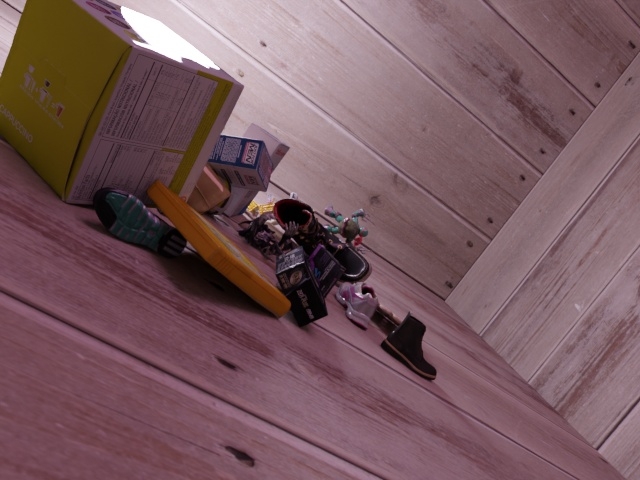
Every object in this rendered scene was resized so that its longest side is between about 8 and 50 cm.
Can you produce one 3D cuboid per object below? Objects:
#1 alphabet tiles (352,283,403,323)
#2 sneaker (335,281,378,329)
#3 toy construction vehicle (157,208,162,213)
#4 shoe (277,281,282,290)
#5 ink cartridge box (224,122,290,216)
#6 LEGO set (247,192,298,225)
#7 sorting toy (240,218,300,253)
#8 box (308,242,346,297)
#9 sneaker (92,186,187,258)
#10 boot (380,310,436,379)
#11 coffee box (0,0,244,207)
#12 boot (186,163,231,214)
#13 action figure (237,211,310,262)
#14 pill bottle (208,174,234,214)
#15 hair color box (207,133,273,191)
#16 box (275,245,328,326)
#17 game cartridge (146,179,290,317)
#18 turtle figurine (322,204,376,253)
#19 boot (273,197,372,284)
[{"bbox_3d":[0.227,0.249,2.027,0.284,0.021,0.278,38,-4,8],"label":"alphabet tiles"},{"bbox_3d":[0.131,0.188,1.844,0.103,0.111,0.252,33,8,-21],"label":"sneaker"},{"bbox_3d":[-0.381,-0.080,1.476,0.086,0.035,0.098,29,10,-44],"label":"toy construction vehicle"},{"bbox_3d":[-0.060,0.119,1.590,0.081,0.063,0.178,61,23,-10],"label":"shoe"},{"bbox_3d":[-0.258,-0.246,2.001,0.129,0.307,0.223,37,7,2],"label":"ink cartridge box"},{"bbox_3d":[-0.228,-0.127,2.216,0.287,0.132,0.107,8,-31,14],"label":"LEGO set"},{"bbox_3d":[-0.171,-0.004,1.981,0.193,0.038,0.208,38,12,15],"label":"sorting toy"},{"bbox_3d":[0.004,0.095,1.832,0.029,0.116,0.162,27,11,-40],"label":"box"},{"bbox_3d":[-0.377,-0.039,1.147,0.098,0.083,0.223,30,-10,44],"label":"sneaker"},{"bbox_3d":[0.300,0.319,1.705,0.198,0.137,0.077,35,8,-13],"label":"boot"},{"bbox_3d":[-0.444,-0.302,1.236,0.337,0.338,0.334,39,19,24],"label":"coffee box"},{"bbox_3d":[-0.413,-0.175,1.563,0.269,0.236,0.089,57,-16,-10],"label":"boot"},{"bbox_3d":[-0.142,-0.013,1.758,0.275,0.141,0.164,43,21,33],"label":"action figure"},{"bbox_3d":[-0.375,-0.167,1.718,0.208,0.119,0.119,29,10,-45],"label":"pill bottle"},{"bbox_3d":[-0.337,-0.257,1.789,0.347,0.105,0.174,11,-16,8],"label":"hair color box"},{"bbox_3d":[-0.049,0.110,1.415,0.180,0.077,0.147,-107,174,-78],"label":"box"},{"bbox_3d":[-0.222,0.019,1.254,0.285,0.052,0.324,41,-6,35],"label":"game cartridge"},{"bbox_3d":[0.116,-0.050,2.203,0.234,0.175,0.118,21,-1,29],"label":"turtle figurine"},{"bbox_3d":[0.000,0.000,2.079,0.377,0.138,0.284,37,-8,37],"label":"boot"}]
